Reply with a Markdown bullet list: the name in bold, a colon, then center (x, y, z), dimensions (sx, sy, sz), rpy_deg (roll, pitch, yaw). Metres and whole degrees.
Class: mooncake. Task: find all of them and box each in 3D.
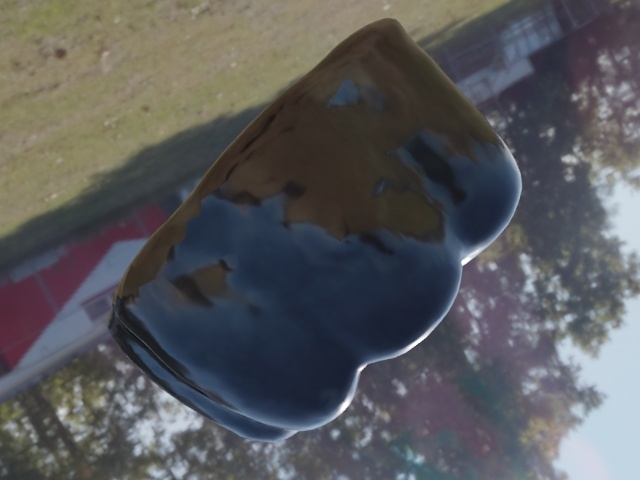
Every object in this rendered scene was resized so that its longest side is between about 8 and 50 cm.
- **mooncake**: center (0.000, 0.000, 0.601), dimensions (0.306, 0.154, 0.306), rpy_deg (-49, -177, 4)
